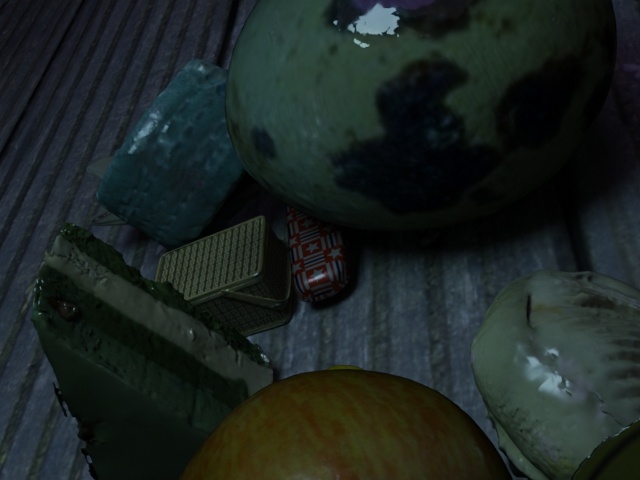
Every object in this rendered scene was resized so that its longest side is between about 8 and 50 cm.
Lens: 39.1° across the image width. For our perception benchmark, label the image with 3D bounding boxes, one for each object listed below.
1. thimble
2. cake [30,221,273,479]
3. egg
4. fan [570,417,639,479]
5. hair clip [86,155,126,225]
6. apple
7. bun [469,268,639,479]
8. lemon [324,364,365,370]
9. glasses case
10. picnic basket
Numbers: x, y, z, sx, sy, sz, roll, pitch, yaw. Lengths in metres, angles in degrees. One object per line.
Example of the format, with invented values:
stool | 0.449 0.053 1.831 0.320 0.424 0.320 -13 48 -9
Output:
thimble | -0.162 -0.108 1.132 0.235 0.143 0.198 -54 7 10
cake | -0.147 0.113 0.865 0.172 0.284 0.158 -9 39 3
egg | 0.094 -0.181 0.961 0.427 0.345 0.345 -13 40 21
fan | 0.278 0.211 0.519 0.334 0.230 0.011 12 12 10
hair clip | -0.193 -0.111 1.306 0.282 0.113 0.172 -35 35 6
apple | 0.012 0.215 0.631 0.264 0.264 0.264 -20 37 16
bun | 0.208 0.126 0.646 0.141 0.239 0.239 -57 28 25
lemon | 0.026 0.150 0.863 0.083 0.062 0.062 -2 44 16
glasses case | 0.000 0.000 1.068 0.073 0.049 0.194 -21 37 11
picnic basket | -0.114 0.053 1.064 0.164 0.079 0.115 -20 37 16
